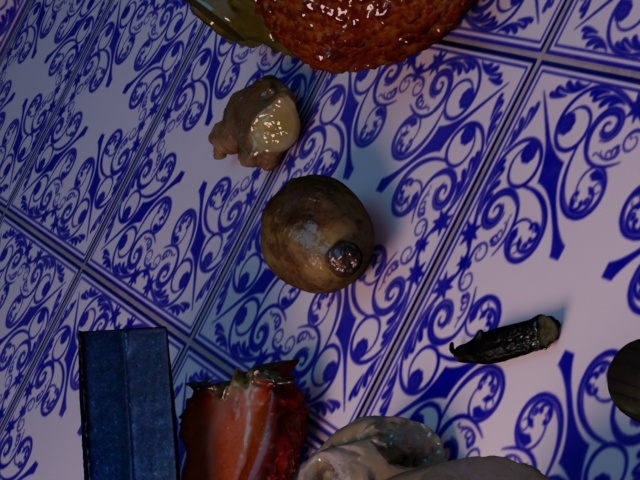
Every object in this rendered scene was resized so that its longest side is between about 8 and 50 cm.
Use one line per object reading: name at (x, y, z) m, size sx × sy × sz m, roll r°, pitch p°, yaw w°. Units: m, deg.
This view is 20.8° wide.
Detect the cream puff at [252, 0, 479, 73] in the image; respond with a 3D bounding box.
cream puff at (0.046, -0.368, 2.135) m, size 0.350 × 0.229 × 0.350 m, roll -7°, pitch 77°, yaw 33°

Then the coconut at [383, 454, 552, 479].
coconut at (0.121, 0.309, 1.493) m, size 0.259 × 0.259 × 0.259 m, roll -41°, pitch 35°, yaw 37°

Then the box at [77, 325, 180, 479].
box at (-0.228, 0.276, 2.072) m, size 0.261 × 0.116 × 0.278 m, roll 112°, pitch 155°, yaw -66°

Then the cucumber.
cucumber at (0.178, 0.105, 1.781) m, size 0.163 × 0.039 × 0.043 m, roll -21°, pitch 27°, yaw 50°

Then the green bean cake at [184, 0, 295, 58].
green bean cake at (-0.087, -0.364, 2.454) m, size 0.202 × 0.285 × 0.310 m, roll -43°, pitch 50°, yaw -11°

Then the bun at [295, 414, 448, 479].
bun at (0.043, 0.265, 1.778) m, size 0.193 × 0.128 × 0.178 m, roll -56°, pitch 27°, yaw 9°

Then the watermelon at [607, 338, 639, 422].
watermelon at (0.294, 0.124, 1.523) m, size 0.111 × 0.078 × 0.078 m, roll 16°, pitch 81°, yaw 63°

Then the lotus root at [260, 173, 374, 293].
lotus root at (0.000, 0.000, 2.087) m, size 0.138 × 0.138 × 0.214 m, roll -58°, pitch 29°, yaw 10°

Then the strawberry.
strawberry at (-0.073, 0.257, 2.027) m, size 0.174 × 0.098 × 0.228 m, roll -26°, pitch 55°, yaw 28°

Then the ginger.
ginger at (-0.091, -0.168, 2.452) m, size 0.137 × 0.074 × 0.213 m, roll -65°, pitch 21°, yaw -3°
